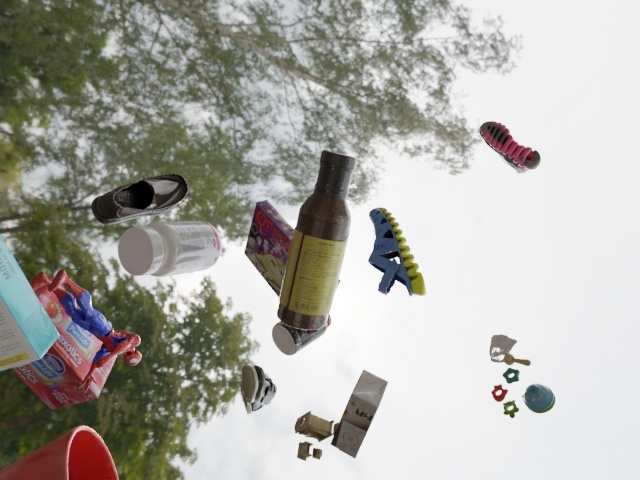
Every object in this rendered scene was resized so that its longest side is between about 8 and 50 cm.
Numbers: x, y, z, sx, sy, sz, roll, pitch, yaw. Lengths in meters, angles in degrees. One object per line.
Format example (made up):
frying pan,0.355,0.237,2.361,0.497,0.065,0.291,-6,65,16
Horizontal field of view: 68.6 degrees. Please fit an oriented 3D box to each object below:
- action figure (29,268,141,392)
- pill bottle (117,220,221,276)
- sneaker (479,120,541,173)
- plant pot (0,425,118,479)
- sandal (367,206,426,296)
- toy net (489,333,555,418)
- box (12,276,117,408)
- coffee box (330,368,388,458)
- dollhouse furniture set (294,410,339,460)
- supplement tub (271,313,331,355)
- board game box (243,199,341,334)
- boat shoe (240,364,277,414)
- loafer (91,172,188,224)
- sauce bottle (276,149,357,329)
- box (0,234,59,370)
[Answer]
action figure,-0.452,0.194,0.907,0.091,0.280,0.139,-5,-131,24
pill bottle,-0.439,0.022,1.391,0.160,0.283,0.160,1,-87,25
sneaker,0.323,-0.159,0.823,0.119,0.057,0.047,43,-98,6
plant pot,-0.580,0.562,0.968,0.275,0.243,0.275,161,-90,-81
sandal,0.204,0.040,1.428,0.138,0.126,0.317,-21,-118,4
toy net,0.464,0.328,1.148,0.122,0.045,0.232,-35,-153,14
box,-0.572,0.222,1.005,0.128,0.122,0.257,-92,164,-58
coffee box,0.130,0.579,1.570,0.098,0.141,0.247,24,-63,13
dollhouse furniture set,-0.001,0.743,1.713,0.101,0.182,0.161,-46,-156,39
supplement tub,-0.058,0.289,1.554,0.117,0.190,0.117,20,-60,38
board game box,-0.093,0.071,1.319,0.347,0.056,0.208,47,-49,30
boat shoe,-0.139,0.333,1.075,0.233,0.079,0.084,105,-29,-56
loafer,-0.352,-0.089,0.967,0.078,0.220,0.080,-18,-79,40
sauce bottle,0.000,0.000,0.920,0.111,0.111,0.345,28,-72,50
box,-0.426,0.043,0.559,0.060,0.100,0.244,-107,179,-70
